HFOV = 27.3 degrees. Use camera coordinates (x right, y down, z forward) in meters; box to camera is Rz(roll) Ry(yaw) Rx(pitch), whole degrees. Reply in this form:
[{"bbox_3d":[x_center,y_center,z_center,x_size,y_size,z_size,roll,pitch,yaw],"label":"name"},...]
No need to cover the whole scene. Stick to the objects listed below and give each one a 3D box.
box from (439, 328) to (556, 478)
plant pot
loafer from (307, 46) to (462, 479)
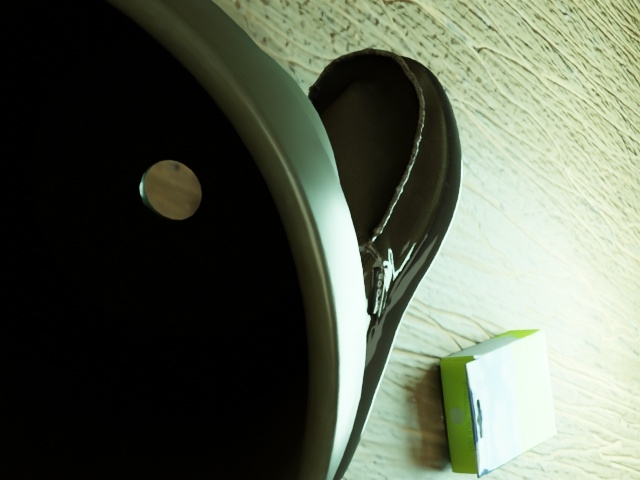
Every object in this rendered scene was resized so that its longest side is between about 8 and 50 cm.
[{"bbox_3d":[0.164,0.150,1.231,0.178,0.042,0.109,-11,94,-57],"label":"box"},{"bbox_3d":[-0.115,0.002,0.619,0.280,0.323,0.323,-48,127,-68],"label":"plant pot"},{"bbox_3d":[0.000,0.000,0.911,0.130,0.134,0.365,48,48,-44],"label":"loafer"}]
